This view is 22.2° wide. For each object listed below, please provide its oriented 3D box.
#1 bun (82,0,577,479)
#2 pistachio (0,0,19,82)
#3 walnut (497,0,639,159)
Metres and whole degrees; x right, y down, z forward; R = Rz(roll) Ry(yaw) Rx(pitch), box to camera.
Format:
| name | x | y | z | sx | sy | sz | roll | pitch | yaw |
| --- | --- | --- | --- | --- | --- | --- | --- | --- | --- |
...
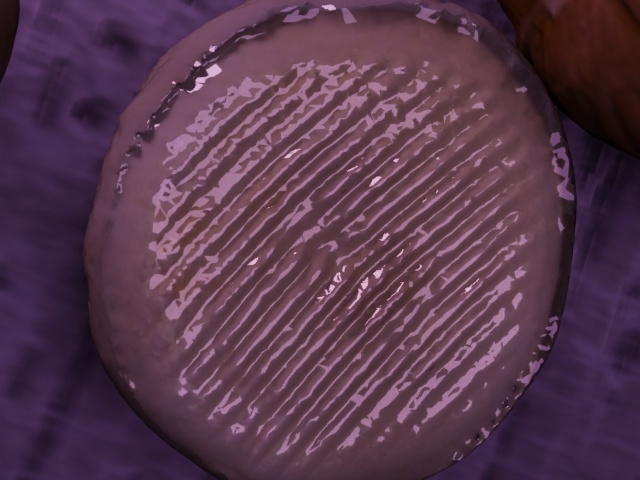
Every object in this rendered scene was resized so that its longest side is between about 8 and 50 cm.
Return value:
| name | x | y | z | sx | sy | sz | roll | pitch | yaw |
| --- | --- | --- | --- | --- | --- | --- | --- | --- | --- |
| bun | 0.000 | 0.000 | 0.899 | 0.287 | 0.146 | 0.287 | -1 | 94 | -18 |
| pistachio | -0.228 | -0.088 | 0.836 | 0.124 | 0.124 | 0.185 | 34 | 96 | -17 |
| walnut | 0.253 | -0.156 | 0.922 | 0.313 | 0.277 | 0.252 | -9 | 128 | -43 |
